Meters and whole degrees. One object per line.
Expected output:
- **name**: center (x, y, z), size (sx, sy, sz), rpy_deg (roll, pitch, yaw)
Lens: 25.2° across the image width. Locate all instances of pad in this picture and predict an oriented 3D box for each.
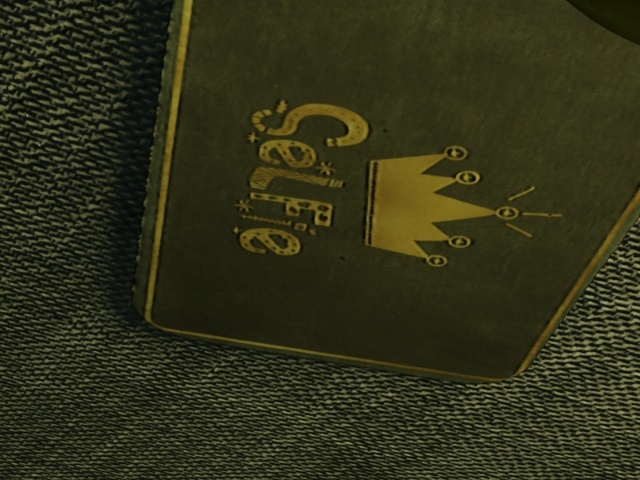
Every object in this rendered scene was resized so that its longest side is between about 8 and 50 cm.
- **pad**: center (-0.001, -0.001, 0.705), size (0.314, 0.063, 0.375), rpy_deg (10, 148, -5)

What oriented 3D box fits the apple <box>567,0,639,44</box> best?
- **apple**: center (0.127, -0.126, 0.394), size (0.147, 0.146, 0.163), rpy_deg (30, 119, -31)
